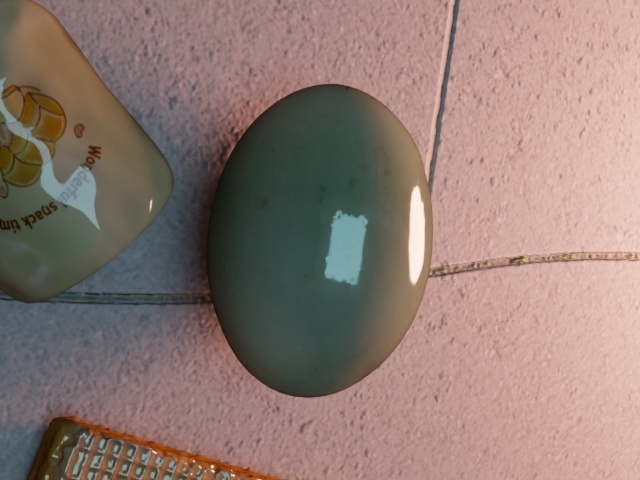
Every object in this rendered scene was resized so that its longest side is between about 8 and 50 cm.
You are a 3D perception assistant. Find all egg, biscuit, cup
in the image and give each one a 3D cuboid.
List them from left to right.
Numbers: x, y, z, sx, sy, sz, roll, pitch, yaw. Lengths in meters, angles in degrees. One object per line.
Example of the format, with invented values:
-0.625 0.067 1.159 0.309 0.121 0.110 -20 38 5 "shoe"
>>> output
-0.273 -0.061 0.874 0.202 0.255 0.173 53 29 -23 "cup"
-0.093 0.258 1.032 0.378 0.054 0.094 22 84 -27 "biscuit"
0.000 0.000 0.971 0.203 0.203 0.283 11 87 -28 "egg"
